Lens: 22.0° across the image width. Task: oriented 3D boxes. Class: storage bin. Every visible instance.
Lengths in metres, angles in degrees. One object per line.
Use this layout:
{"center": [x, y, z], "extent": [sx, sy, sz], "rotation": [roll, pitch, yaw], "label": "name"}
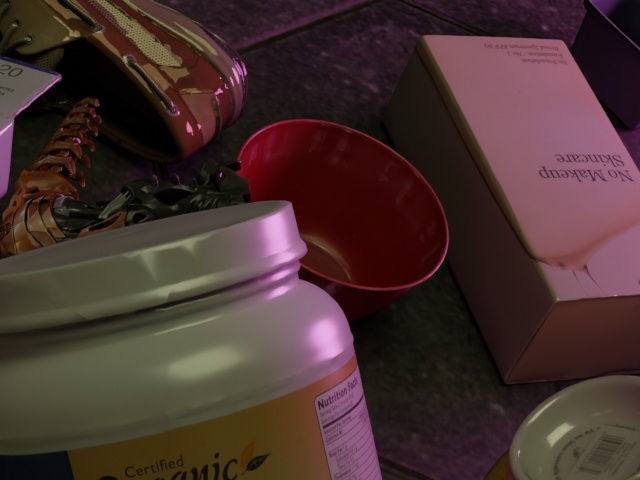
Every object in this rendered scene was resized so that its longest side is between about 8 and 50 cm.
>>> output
{"center": [0.314, -0.183, 1.641], "extent": [0.098, 0.091, 0.135], "rotation": [-21, 60, -38], "label": "storage bin"}

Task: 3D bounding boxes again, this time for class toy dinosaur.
{"center": [-0.156, 0.017, 1.151], "extent": [0.218, 0.164, 0.322], "rotation": [-4, 70, -6], "label": "toy dinosaur"}

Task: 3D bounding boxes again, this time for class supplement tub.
{"center": [-0.077, 0.150, 0.948], "extent": [0.228, 0.228, 0.316], "rotation": [-17, 97, -35], "label": "supplement tub"}

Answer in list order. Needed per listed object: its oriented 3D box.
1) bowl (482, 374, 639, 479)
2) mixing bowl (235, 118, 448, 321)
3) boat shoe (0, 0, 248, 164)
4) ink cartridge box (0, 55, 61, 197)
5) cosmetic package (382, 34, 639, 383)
{"center": [0.203, 0.183, 1.079], "extent": [0.289, 0.156, 0.289], "rotation": [-20, 29, 11], "label": "bowl"}
{"center": [0.000, 0.000, 1.313], "extent": [0.181, 0.098, 0.181], "rotation": [16, 42, -16], "label": "mixing bowl"}
{"center": [-0.218, -0.172, 1.372], "extent": [0.324, 0.122, 0.120], "rotation": [28, 46, 4], "label": "boat shoe"}
{"center": [-0.399, -0.059, 1.147], "extent": [0.324, 0.071, 0.330], "rotation": [16, 35, 17], "label": "ink cartridge box"}
{"center": [0.186, -0.034, 1.426], "extent": [0.160, 0.113, 0.309], "rotation": [-3, 49, -27], "label": "cosmetic package"}
